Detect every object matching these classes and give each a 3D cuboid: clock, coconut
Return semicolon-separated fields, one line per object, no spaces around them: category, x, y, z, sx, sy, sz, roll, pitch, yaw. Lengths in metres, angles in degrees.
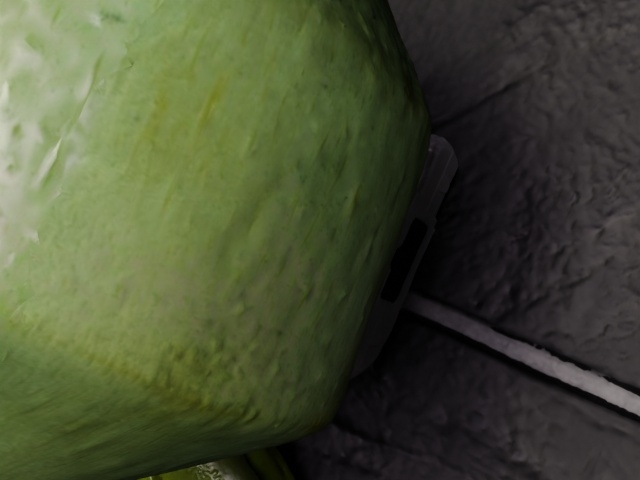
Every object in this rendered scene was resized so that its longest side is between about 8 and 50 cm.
clock;0.000;0.000;0.662;0.117;0.080;0.176;23;89;24
coconut;-0.101;-0.023;0.505;0.281;0.328;0.329;22;89;6

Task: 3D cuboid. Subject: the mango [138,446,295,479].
mango;-0.058;0.172;0.663;0.091;0.074;0.165;-30;82;11
